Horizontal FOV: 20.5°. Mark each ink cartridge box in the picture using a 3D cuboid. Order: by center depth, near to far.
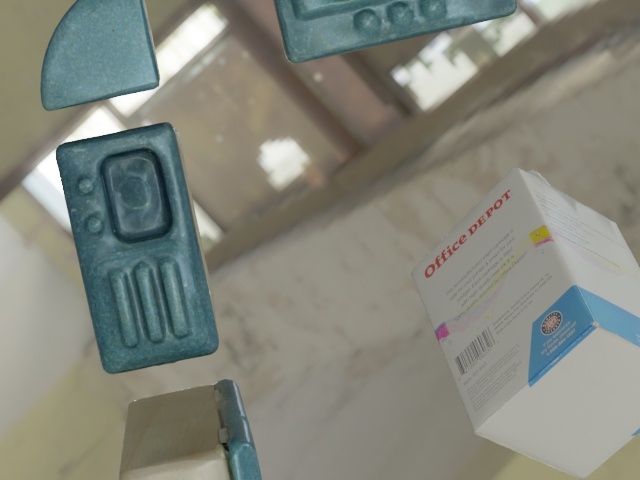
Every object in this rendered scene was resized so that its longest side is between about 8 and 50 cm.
[{"bbox_3d":[0.122,0.038,0.965,0.092,0.090,0.143,-45,-141,24],"label":"ink cartridge box"}]

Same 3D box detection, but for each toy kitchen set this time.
[{"bbox_3d":[0.000,0.000,0.612,0.166,0.207,0.122,-12,-173,-3],"label":"toy kitchen set"}]
